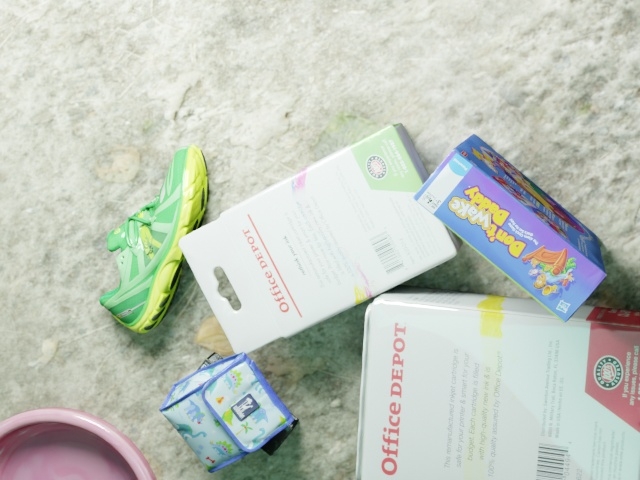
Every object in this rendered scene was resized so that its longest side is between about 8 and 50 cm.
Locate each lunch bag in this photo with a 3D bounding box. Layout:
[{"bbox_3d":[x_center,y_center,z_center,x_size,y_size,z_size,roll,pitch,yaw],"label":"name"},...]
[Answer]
[{"bbox_3d":[-0.132,0.242,1.776,0.151,0.096,0.129,-30,105,20],"label":"lunch bag"}]

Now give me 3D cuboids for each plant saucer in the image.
[{"bbox_3d":[-0.396,0.416,1.920,0.332,0.084,0.332,1,97,11],"label":"plant saucer"}]

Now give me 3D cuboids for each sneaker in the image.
[{"bbox_3d":[-0.250,-0.007,1.824,0.123,0.109,0.296,23,101,3],"label":"sneaker"}]

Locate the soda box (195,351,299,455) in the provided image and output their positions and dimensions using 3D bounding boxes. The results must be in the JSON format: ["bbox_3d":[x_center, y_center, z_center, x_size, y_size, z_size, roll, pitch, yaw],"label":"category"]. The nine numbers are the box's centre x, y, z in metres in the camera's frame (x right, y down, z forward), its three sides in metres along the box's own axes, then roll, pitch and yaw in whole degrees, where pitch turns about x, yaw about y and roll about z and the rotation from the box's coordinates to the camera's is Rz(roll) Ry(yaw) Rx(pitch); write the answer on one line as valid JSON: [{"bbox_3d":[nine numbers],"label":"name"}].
[{"bbox_3d":[-0.118,0.245,1.860,0.169,0.053,0.060,39,104,4],"label":"soda box"}]

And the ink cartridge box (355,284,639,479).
[{"bbox_3d":[0.260,0.221,1.711,0.384,0.160,0.279,6,98,17],"label":"ink cartridge box"}]

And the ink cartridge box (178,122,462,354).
[{"bbox_3d":[0.000,0.000,1.772,0.353,0.119,0.207,-26,93,12],"label":"ink cartridge box"}]

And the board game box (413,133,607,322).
[{"bbox_3d":[0.252,-0.028,1.605,0.233,0.347,0.078,40,103,4],"label":"board game box"}]
